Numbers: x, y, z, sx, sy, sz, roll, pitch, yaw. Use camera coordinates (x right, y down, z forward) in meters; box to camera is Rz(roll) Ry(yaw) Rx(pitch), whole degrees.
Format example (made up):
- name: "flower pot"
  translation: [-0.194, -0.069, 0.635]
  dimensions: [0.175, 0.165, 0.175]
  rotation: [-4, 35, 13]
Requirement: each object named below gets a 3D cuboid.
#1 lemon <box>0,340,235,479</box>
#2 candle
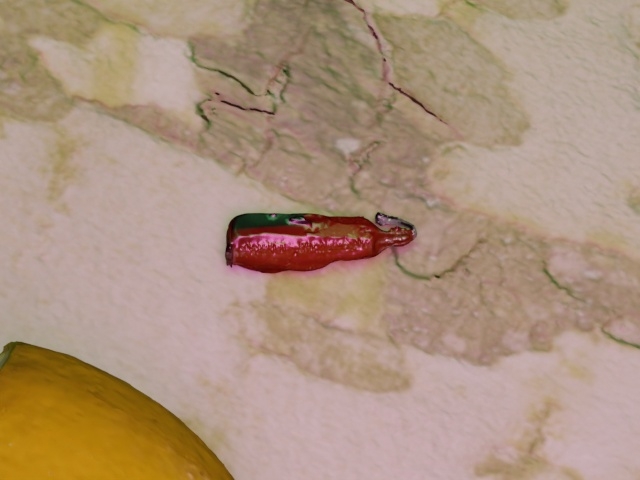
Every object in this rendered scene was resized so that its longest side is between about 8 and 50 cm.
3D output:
- name: "lemon"
  translation: [-0.174, 0.269, 1.190]
  dimensions: [0.364, 0.364, 0.364]
  rotation: [3, 64, -5]
- name: "candle"
  translation: [0.000, 0.000, 1.495]
  dimensions: [0.162, 0.048, 0.053]
  rotation: [-2, 99, -8]
